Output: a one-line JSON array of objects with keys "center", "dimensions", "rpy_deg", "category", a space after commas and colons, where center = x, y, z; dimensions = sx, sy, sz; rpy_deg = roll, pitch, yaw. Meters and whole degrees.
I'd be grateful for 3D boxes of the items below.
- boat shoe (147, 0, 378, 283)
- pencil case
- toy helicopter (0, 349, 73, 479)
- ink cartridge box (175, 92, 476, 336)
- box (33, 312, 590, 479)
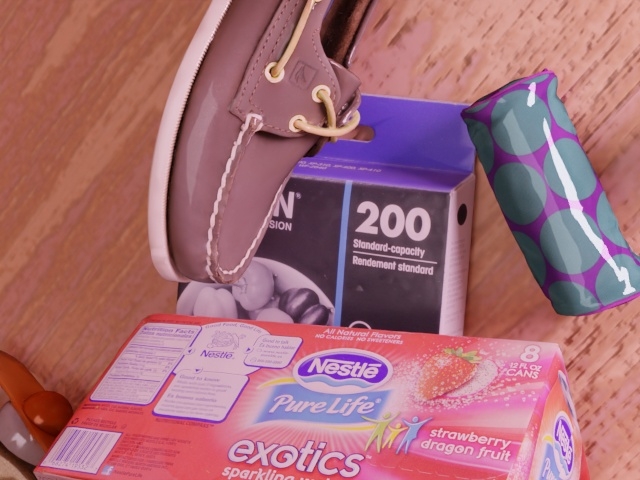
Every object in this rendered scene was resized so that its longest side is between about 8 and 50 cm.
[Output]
[{"center": [-0.017, -0.118, 0.782], "dimensions": [0.097, 0.116, 0.324], "rpy_deg": [18, 87, 18], "category": "boat shoe"}, {"center": [0.146, -0.028, 0.758], "dimensions": [0.151, 0.070, 0.064], "rpy_deg": [65, 151, 3], "category": "pencil case"}, {"center": [-0.193, 0.224, 0.937], "dimensions": [0.355, 0.140, 0.235], "rpy_deg": [14, 93, 13], "category": "toy helicopter"}, {"center": [0.000, 0.000, 0.844], "dimensions": [0.206, 0.045, 0.208], "rpy_deg": [8, 98, 25], "category": "ink cartridge box"}, {"center": [0.000, 0.151, 0.766], "dimensions": [0.300, 0.154, 0.142], "rpy_deg": [2, 130, 27], "category": "box"}]
